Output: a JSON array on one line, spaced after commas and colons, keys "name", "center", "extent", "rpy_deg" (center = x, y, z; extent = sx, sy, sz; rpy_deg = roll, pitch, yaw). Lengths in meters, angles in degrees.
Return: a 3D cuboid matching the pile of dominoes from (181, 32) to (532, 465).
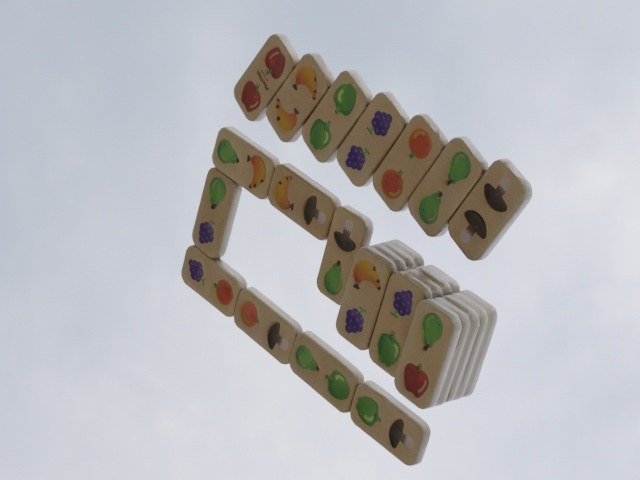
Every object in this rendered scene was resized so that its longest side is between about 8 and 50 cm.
[{"name": "pile of dominoes", "center": [0.000, 0.000, 0.866], "extent": [0.251, 0.040, 0.196], "rpy_deg": [35, -59, 38]}]
